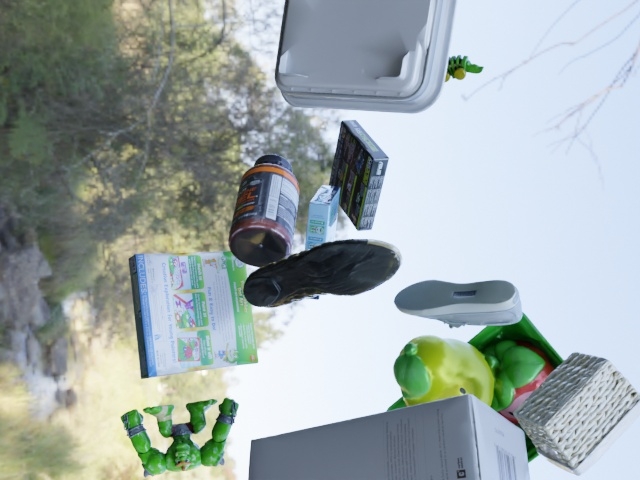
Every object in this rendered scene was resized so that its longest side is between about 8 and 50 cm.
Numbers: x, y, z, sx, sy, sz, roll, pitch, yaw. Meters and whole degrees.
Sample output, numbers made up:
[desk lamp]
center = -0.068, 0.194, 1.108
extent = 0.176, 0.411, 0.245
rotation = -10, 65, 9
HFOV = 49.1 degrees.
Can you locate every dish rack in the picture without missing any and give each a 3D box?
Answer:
[dish rack]
center = 0.058, -0.364, 1.170
extent = 0.333, 0.072, 0.285
rotation = 11, -87, 33

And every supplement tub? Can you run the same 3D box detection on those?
[supplement tub]
center = -0.091, -0.057, 1.179
extent = 0.106, 0.106, 0.198
rotation = 100, -4, -46

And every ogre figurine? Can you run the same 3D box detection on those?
[ogre figurine]
center = -0.239, 0.343, 1.224
extent = 0.097, 0.197, 0.118
rotation = -30, -115, 58

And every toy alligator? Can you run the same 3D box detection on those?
[toy alligator]
center = 0.293, -0.411, 1.671
extent = 0.056, 0.190, 0.051
rotation = -56, 133, -40

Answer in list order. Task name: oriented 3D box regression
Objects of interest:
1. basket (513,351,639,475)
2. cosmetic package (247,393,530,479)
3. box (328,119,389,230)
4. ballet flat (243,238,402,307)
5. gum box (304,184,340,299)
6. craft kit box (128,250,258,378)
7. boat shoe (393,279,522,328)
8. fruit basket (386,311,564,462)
[basket]
center = 0.404, 0.266, 1.105
extent = 0.103, 0.167, 0.113
rotation = 51, -11, -6
[cosmetic package]
center = 0.092, 0.350, 0.998
extent = 0.197, 0.366, 0.155
rotation = 40, 42, -45
[box]
center = 0.082, -0.149, 1.591
extent = 0.184, 0.045, 0.190
rotation = -125, -143, -46
[ballet flat]
center = -0.001, 0.026, 0.671
extent = 0.049, 0.173, 0.057
rotation = -47, 118, -56
[gum box]
center = 0.000, 0.000, 1.351
extent = 0.157, 0.041, 0.184
rotation = -62, 159, -71
[craft kit box]
center = -0.261, 0.147, 1.454
extent = 0.061, 0.247, 0.249
rotation = -25, -110, 56
[boat shoe]
center = 0.239, 0.120, 1.221
extent = 0.081, 0.227, 0.079
rotation = 63, 40, -31
[fruit basket]
center = 0.292, 0.310, 1.332
extent = 0.283, 0.392, 0.392
rotation = 54, -28, 26
